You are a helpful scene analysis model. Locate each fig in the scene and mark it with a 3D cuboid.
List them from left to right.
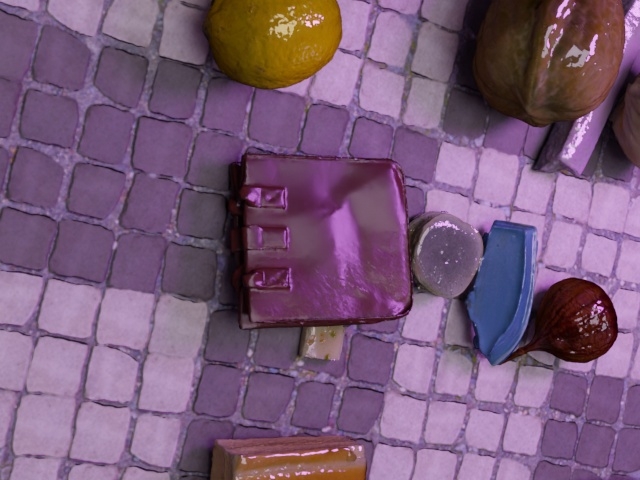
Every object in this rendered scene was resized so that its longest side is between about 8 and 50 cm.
[{"bbox_3d":[0.389,0.149,2.051,0.201,0.134,0.146,-18,94,-17],"label":"fig"}]

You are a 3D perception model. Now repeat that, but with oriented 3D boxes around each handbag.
[{"bbox_3d":[0.000,0.000,1.823,0.276,0.084,0.260,-2,85,-25],"label":"handbag"}]

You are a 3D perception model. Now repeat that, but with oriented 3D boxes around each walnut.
[{"bbox_3d":[0.363,-0.314,1.929,0.283,0.227,0.282,15,90,-72],"label":"walnut"}]

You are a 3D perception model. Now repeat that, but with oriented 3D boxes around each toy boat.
[{"bbox_3d":[0.302,0.088,2.016,0.098,0.109,0.237,10,90,-63],"label":"toy boat"}]

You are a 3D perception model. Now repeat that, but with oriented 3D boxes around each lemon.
[{"bbox_3d":[-0.065,-0.300,1.730,0.193,0.181,0.180,-46,116,-42],"label":"lemon"}]

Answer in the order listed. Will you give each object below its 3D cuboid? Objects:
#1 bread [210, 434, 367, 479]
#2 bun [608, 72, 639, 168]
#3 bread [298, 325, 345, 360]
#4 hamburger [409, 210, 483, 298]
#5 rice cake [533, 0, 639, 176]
[{"bbox_3d":[-0.048,0.416,1.847,0.246,0.111,0.239,1,98,-31],"label":"bread"},{"bbox_3d":[0.555,-0.221,2.068,0.128,0.222,0.222,7,92,4],"label":"bun"},{"bbox_3d":[0.010,0.110,1.894,0.068,0.028,0.153,9,92,-31],"label":"bread"},{"bbox_3d":[0.189,0.020,1.961,0.140,0.062,0.133,32,84,-29],"label":"hamburger"},{"bbox_3d":[0.480,-0.278,2.085,0.070,0.064,0.399,33,80,-33],"label":"rice cake"}]
